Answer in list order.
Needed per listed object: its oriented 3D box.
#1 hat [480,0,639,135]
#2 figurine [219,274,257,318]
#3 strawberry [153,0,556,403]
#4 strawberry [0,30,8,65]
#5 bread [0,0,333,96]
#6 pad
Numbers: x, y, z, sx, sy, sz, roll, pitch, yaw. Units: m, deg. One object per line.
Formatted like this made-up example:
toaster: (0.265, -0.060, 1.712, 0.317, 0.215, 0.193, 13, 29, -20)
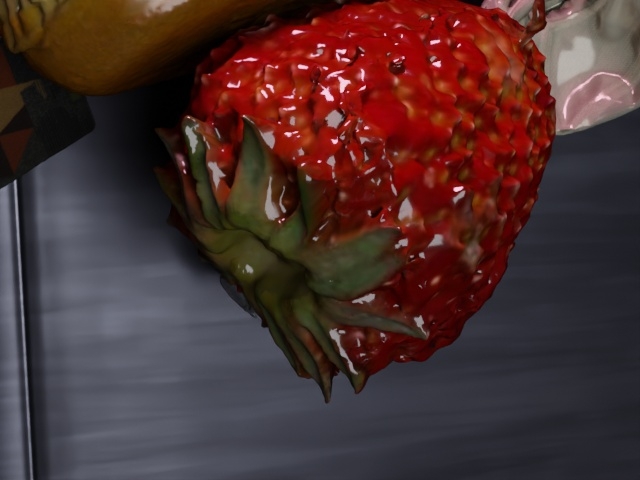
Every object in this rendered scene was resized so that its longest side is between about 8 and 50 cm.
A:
hat: (0.207, -0.226, 1.727, 0.219, 0.164, 0.226, 1, 62, -23)
figurine: (0.000, 0.000, 1.629, 0.184, 0.128, 0.208, -29, 77, -18)
strawberry: (0.055, -0.077, 1.455, 0.343, 0.292, 0.292, -46, 119, -27)
strawberry: (-0.269, -0.248, 1.464, 0.174, 0.098, 0.228, -44, 141, -29)
bread: (-0.068, -0.226, 1.476, 0.389, 0.236, 0.183, -17, 95, -34)
pad: (-0.276, -0.078, 1.510, 0.211, 0.003, 0.143, -35, 143, -16)
